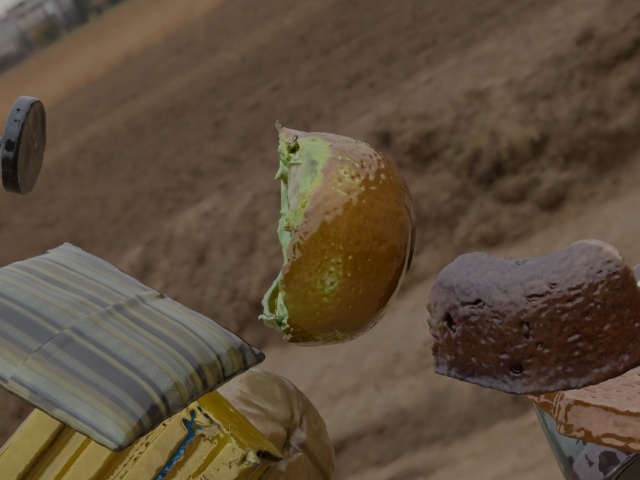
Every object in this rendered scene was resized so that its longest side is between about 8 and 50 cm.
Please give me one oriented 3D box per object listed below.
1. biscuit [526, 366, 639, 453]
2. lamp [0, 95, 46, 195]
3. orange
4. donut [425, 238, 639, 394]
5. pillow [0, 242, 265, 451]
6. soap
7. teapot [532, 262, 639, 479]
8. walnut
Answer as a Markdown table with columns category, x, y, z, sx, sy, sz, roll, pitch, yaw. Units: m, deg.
| category | x | y | z | sx | sy | sz | roll | pitch | yaw |
| --- | --- | --- | --- | --- | --- | --- | --- | --- | --- |
| biscuit | 0.417 | 0.159 | 1.877 | 0.350 | 0.078 | 0.455 | 13 | 17 | 41 |
| lamp | -0.466 | -0.162 | 1.779 | 0.108 | 0.371 | 0.130 | -56 | 13 | 42 |
| orange | 0.010 | 0.003 | 2.026 | 0.334 | 0.196 | 0.262 | -179 | 107 | -76 |
| donut | 0.207 | 0.072 | 1.537 | 0.144 | 0.126 | 0.187 | -32 | 26 | -34 |
| pillow | -0.175 | 0.073 | 1.254 | 0.212 | 0.208 | 0.052 | -27 | -42 | -58 |
| soap | -0.207 | 0.251 | 1.541 | 0.324 | 0.204 | 0.096 | -50 | -15 | 10 |
| teapot | 0.439 | 0.189 | 2.328 | 0.315 | 0.312 | 0.233 | -37 | -34 | 14 |
| walnut | -0.133 | 0.294 | 2.035 | 0.313 | 0.252 | 0.277 | -29 | -33 | 35 |
